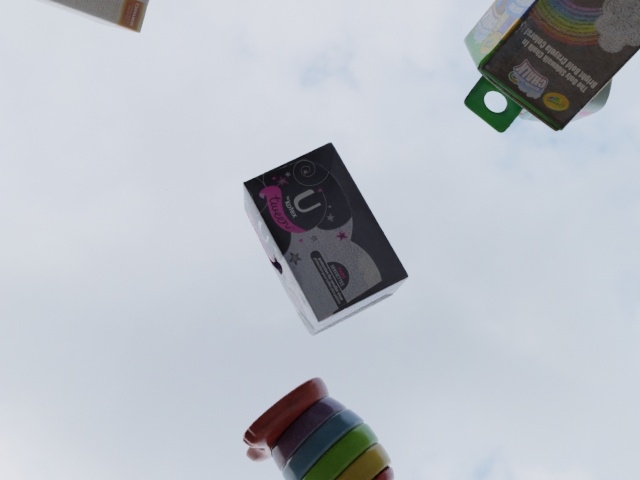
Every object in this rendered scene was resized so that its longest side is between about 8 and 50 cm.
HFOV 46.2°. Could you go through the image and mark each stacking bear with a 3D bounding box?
[{"bbox_3d":[0.039,0.363,1.135,0.164,0.175,0.289,-39,-110,-20],"label":"stacking bear"}]

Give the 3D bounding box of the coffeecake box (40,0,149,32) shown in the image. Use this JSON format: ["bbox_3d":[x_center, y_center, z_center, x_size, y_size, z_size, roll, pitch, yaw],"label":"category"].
[{"bbox_3d":[-0.297,-0.291,0.812,0.186,0.142,0.068,12,-80,-39],"label":"coffeecake box"}]

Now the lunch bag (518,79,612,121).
[{"bbox_3d":[0.391,-0.334,1.195,0.108,0.224,0.279,4,-89,-3],"label":"lunch bag"}]

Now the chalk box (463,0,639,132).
[{"bbox_3d":[0.260,-0.227,0.881,0.132,0.132,0.213,33,-63,-16],"label":"chalk box"}]

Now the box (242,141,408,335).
[{"bbox_3d":[0.000,0.000,1.184,0.163,0.142,0.247,-26,-103,-12],"label":"box"}]
